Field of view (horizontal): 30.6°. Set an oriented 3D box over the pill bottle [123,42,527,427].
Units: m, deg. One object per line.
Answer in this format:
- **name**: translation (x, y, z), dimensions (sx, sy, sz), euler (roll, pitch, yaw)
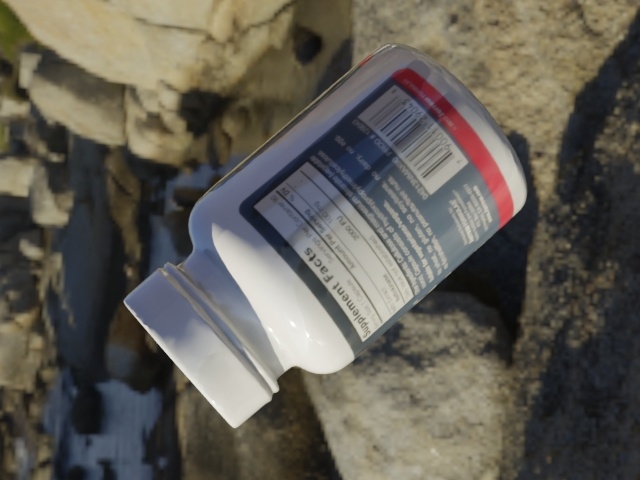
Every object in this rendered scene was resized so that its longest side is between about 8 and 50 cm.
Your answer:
- **pill bottle**: translation (0.000, 0.000, 0.562), dimensions (0.108, 0.180, 0.108), euler (48, 171, 10)
